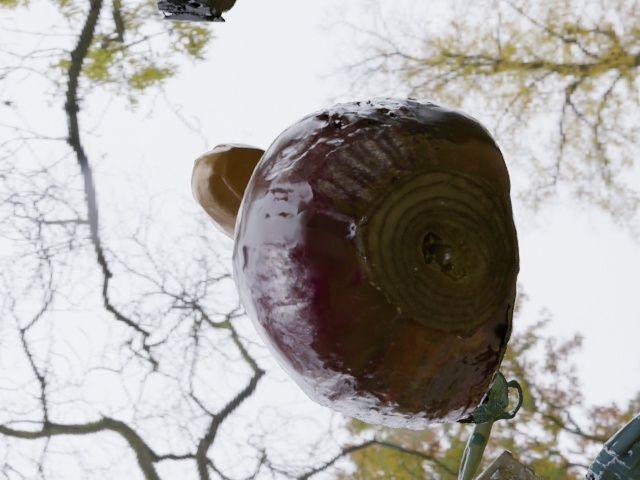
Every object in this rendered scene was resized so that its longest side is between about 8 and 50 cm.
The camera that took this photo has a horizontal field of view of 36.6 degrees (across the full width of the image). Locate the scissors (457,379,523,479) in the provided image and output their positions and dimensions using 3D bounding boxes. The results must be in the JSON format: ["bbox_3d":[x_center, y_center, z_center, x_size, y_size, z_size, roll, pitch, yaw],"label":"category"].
[{"bbox_3d":[0.366,0.445,2.224,0.041,0.138,0.289,13,-84,-84],"label":"scissors"}]

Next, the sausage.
[{"bbox_3d":[-0.056,-0.033,1.202,0.241,0.136,0.120,39,-116,-4],"label":"sausage"}]

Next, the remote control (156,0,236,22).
[{"bbox_3d":[-0.164,-0.520,1.623,0.062,0.145,0.398,75,-155,-54],"label":"remote control"}]

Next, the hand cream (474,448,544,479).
[{"bbox_3d":[0.296,0.359,1.184,0.257,0.084,0.050,41,-156,-1],"label":"hand cream"}]

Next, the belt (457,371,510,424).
[{"bbox_3d":[0.218,0.225,1.471,0.058,0.140,0.105,88,-167,-89],"label":"belt"}]

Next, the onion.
[{"bbox_3d":[0.043,0.023,0.968,0.260,0.282,0.336,1,-85,-17],"label":"onion"}]

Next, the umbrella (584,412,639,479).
[{"bbox_3d":[0.321,0.198,0.950,0.053,0.052,0.250,41,-79,-14],"label":"umbrella"}]
